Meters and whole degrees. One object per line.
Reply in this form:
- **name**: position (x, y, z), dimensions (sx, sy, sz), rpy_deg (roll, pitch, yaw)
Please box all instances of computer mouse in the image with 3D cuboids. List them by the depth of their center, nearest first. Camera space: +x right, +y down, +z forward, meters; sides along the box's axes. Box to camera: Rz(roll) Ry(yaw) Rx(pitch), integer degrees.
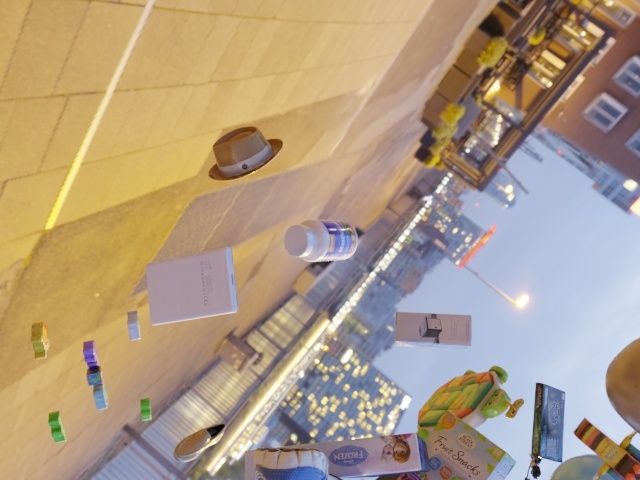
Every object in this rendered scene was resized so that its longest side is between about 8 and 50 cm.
- **computer mouse**: position (0.534, 0.649, 1.465), dimensions (0.106, 0.042, 0.193), rpy_deg (0, 105, -73)

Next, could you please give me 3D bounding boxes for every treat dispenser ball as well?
- **treat dispenser ball**: position (0.797, 0.766, 1.635), dimensions (0.288, 0.288, 0.288), rpy_deg (-51, 174, -8)

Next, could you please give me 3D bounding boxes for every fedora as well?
- **fedora**: position (-0.186, -0.213, 1.335), dimensions (0.194, 0.079, 0.194), rpy_deg (-18, -150, 11)

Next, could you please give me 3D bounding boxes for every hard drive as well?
- **hard drive**: position (-0.425, 0.152, 1.870), dimensions (0.318, 0.210, 0.040), rpy_deg (-11, 170, 22)

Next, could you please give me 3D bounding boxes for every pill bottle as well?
- **pill bottle**: position (0.000, 0.000, 2.057), dimensions (0.272, 0.152, 0.152), rpy_deg (-2, 134, -52)

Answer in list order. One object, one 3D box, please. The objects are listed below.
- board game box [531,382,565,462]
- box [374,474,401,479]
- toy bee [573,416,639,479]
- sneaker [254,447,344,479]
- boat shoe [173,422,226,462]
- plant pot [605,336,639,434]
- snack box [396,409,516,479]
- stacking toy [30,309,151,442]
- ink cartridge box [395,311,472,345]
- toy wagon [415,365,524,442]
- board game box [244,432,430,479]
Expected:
- **board game box**: position (0.602, 0.480, 1.505), dimensions (0.026, 0.126, 0.186), rpy_deg (-11, -119, 48)
- **box**: position (0.349, 1.007, 1.690), dimensions (0.297, 0.480, 0.471), rpy_deg (-21, -159, -30)
- **toy bee**: position (0.733, 0.522, 1.353), dimensions (0.162, 0.298, 0.195), rpy_deg (32, 75, -45)
- **sneaker**: position (-0.028, 0.415, 0.833), dimensions (0.330, 0.129, 0.147), rpy_deg (66, 25, -52)
- **boat shoe**: position (-0.358, 0.593, 1.709), dimensions (0.072, 0.068, 0.190), rpy_deg (-50, 165, 27)
- **plant pot**: position (0.742, 0.320, 1.233), dimensions (0.284, 0.284, 0.191), rpy_deg (-48, -165, -27)
- **snack box**: position (0.293, 0.510, 1.252), dimensions (0.207, 0.070, 0.174), rpy_deg (-50, -143, -11)
- **stacking toy**: position (-0.388, 0.232, 0.983), dimensions (0.052, 0.166, 0.221), rpy_deg (-135, -140, -65)
- **ink cartridge box**: position (0.293, 0.236, 1.490), dimensions (0.139, 0.190, 0.082), rpy_deg (56, 35, -72)
- **toy wagon**: position (0.403, 0.441, 1.541), dimensions (0.267, 0.068, 0.344), rpy_deg (-40, 180, -30)
- **board game box**: position (0.050, 0.443, 1.140), dimensions (0.318, 0.318, 0.066), rpy_deg (61, 22, -65)
